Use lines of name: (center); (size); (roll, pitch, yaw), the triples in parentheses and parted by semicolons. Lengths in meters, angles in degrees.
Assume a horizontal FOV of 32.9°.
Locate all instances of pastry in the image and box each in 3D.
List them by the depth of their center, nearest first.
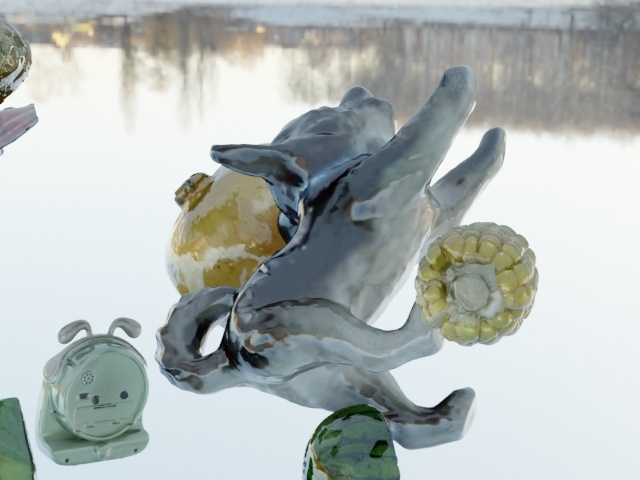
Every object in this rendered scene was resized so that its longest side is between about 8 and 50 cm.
pastry: (-0.343, -0.154, 1.020); (0.153, 0.081, 0.153); (-37, 171, -7)

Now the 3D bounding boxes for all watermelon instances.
watermelon: (0.017, 0.178, 0.832); (0.062, 0.106, 0.105); (3, -169, -19)

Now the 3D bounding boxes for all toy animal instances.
toy animal: (0.000, 0.000, 1.020); (0.302, 0.344, 0.194); (1, 154, 22)

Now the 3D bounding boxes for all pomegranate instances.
pomegranate: (-0.073, -0.001, 1.302); (0.248, 0.248, 0.248); (1, -168, 0)

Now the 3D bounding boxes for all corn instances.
corn: (0.094, 0.023, 0.637); (0.068, 0.068, 0.207); (4, -177, 11)

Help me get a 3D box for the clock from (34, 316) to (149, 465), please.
clock: (-0.295, 0.197, 1.432); (0.151, 0.191, 0.062); (-1, -167, -38)

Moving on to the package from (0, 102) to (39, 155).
package: (-0.394, -0.108, 1.189); (0.194, 0.071, 0.269); (-34, -168, -2)

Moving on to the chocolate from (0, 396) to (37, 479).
chocolate: (-0.352, 0.348, 1.018); (0.137, 0.301, 0.289); (6, -147, -30)
